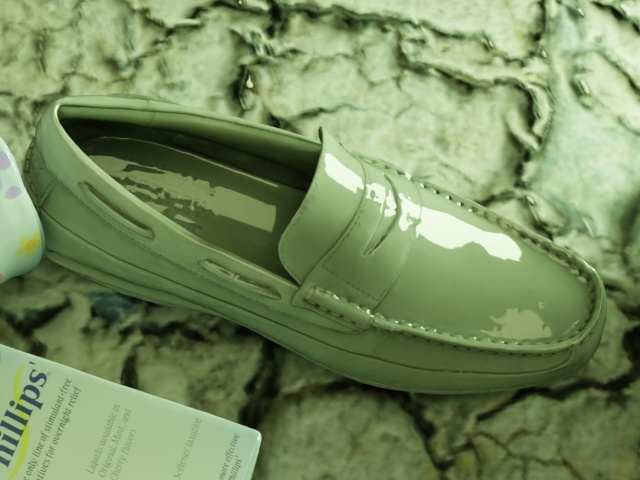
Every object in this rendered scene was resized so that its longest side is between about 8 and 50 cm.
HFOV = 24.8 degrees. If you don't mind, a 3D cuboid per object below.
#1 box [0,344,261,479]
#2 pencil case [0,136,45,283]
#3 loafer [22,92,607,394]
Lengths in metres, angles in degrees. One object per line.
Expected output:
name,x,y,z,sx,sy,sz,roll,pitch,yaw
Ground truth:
box,-0.106,0.118,0.666,0.137,0.126,0.072,19,60,2
pencil case,-0.267,0.030,0.695,0.273,0.124,0.113,-35,88,-25
loafer,0.000,0.000,0.762,0.320,0.111,0.112,13,59,-2
